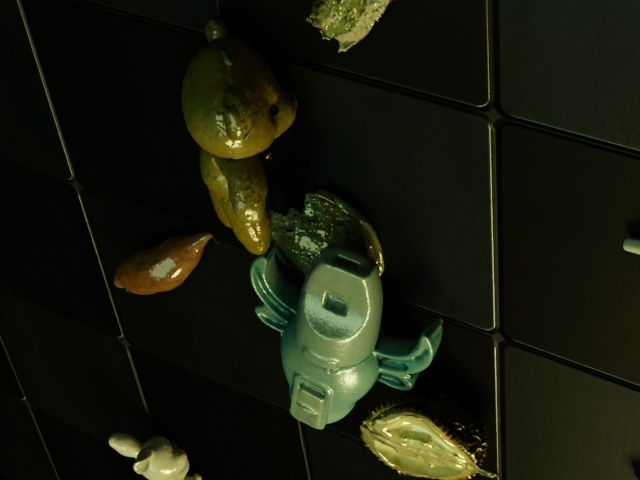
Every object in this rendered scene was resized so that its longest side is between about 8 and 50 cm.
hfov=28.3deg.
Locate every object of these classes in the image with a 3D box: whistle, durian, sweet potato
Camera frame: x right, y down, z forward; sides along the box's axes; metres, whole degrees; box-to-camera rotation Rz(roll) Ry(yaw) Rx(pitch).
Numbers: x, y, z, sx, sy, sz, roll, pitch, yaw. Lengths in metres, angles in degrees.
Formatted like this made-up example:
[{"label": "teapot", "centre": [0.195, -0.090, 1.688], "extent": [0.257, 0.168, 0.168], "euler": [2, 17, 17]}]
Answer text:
[{"label": "whistle", "centre": [0.012, 0.092, 1.184], "extent": [0.186, 0.093, 0.274], "euler": [26, 146, 11]}, {"label": "durian", "centre": [0.113, 0.183, 1.222], "extent": [0.140, 0.071, 0.110], "euler": [19, 148, 14]}, {"label": "sweet potato", "centre": [-0.159, 0.023, 1.317], "extent": [0.195, 0.056, 0.056], "euler": [-24, 110, 46]}]

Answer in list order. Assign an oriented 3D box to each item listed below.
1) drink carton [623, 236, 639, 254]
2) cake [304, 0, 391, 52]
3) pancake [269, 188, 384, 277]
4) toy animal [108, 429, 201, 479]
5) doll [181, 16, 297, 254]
[{"label": "drink carton", "centre": [0.295, 0.026, 0.890], "extent": [0.200, 0.074, 0.084], "euler": [4, 130, 38]}, {"label": "cake", "centre": [0.023, -0.177, 0.940], "extent": [0.051, 0.055, 0.140], "euler": [36, 146, -4]}, {"label": "pancake", "centre": [0.003, 0.005, 1.172], "extent": [0.129, 0.022, 0.116], "euler": [-14, 124, 47]}, {"label": "toy animal", "centre": [-0.206, 0.290, 1.625], "extent": [0.071, 0.085, 0.124], "euler": [28, 140, 46]}, {"label": "doll", "centre": [-0.064, -0.083, 1.094], "extent": [0.209, 0.097, 0.137], "euler": [86, 165, -50]}]
